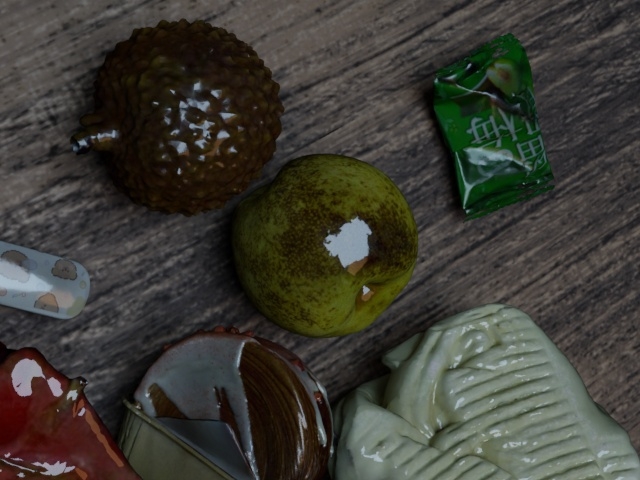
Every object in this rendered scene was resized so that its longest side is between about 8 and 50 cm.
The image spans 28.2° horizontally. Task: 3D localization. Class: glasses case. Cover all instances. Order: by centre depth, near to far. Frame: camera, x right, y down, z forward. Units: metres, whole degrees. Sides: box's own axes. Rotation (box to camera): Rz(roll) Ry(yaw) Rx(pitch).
[{"bbox_3d":[-0.310,0.035,1.269,0.164,0.041,0.063,17,80,-25],"label":"glasses case"}]

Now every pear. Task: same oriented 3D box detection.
[{"bbox_3d":[0.000,0.000,1.349,0.197,0.197,0.197,1,87,-26],"label":"pear"}]

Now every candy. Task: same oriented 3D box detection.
[{"bbox_3d":[0.204,-0.134,1.517,0.141,0.078,0.203,-19,108,-15],"label":"candy"}]

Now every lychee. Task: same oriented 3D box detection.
[{"bbox_3d":[-0.142,-0.123,1.281,0.238,0.200,0.200,-15,94,-38],"label":"lychee"}]

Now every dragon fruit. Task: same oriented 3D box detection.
[{"bbox_3d":[-0.263,0.272,1.139,0.228,0.286,0.329,-44,103,-26],"label":"dragon fruit"}]

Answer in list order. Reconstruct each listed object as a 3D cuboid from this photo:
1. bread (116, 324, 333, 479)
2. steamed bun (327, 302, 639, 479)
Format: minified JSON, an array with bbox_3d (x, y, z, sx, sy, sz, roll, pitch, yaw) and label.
[{"bbox_3d":[-0.094,0.195,1.269,0.224,0.142,0.211,30,98,20],"label":"bread"},{"bbox_3d":[0.154,0.281,1.388,0.347,0.237,0.394,13,55,-6],"label":"steamed bun"}]
